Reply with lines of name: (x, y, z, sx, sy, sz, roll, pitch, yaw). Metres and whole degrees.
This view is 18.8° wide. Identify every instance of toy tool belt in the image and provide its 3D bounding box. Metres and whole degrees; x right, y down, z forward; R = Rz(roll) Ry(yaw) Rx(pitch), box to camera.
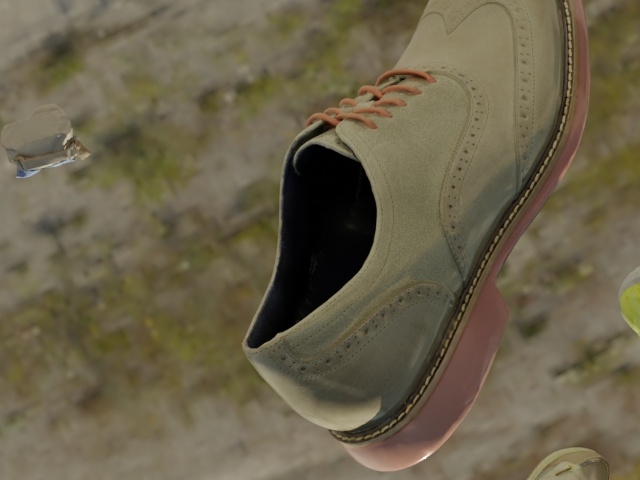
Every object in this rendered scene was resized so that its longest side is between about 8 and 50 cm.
toy tool belt: (-0.227, -0.070, 1.518, 0.083, 0.052, 0.051, -15, 143, 12)

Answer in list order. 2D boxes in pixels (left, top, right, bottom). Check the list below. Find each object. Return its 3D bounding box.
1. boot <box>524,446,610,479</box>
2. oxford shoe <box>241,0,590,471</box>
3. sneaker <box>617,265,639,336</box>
boot: (0.281, 0.273, 1.964, 0.165, 0.077, 0.213, 4, -166, 39)
oxford shoe: (0.065, -0.060, 1.233, 0.140, 0.397, 0.146, -15, 138, 45)
sneaker: (0.402, 0.132, 1.673, 0.147, 0.385, 0.145, -34, 139, -29)
